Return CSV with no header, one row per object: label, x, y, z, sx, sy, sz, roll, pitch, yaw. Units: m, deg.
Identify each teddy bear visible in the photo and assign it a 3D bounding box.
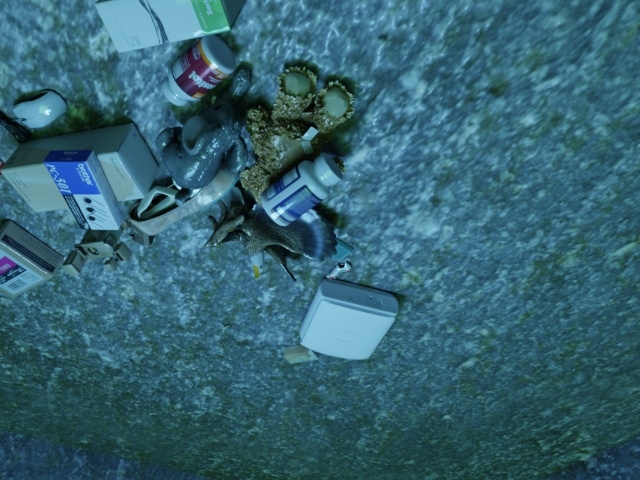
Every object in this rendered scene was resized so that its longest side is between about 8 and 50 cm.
teddy bear,-0.056,-0.222,1.133,0.245,0.113,0.337,3,129,-6

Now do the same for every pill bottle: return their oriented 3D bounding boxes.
pill bottle,-0.039,-0.112,1.093,0.169,0.094,0.094,-34,124,20
pill bottle,-0.252,-0.341,1.030,0.152,0.086,0.086,-27,127,31

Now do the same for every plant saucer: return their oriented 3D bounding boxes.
plant saucer,0.000,0.000,1.404,0.192,0.018,0.067,30,132,-24

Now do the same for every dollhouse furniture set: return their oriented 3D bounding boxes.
dollhouse furniture set,-0.591,0.050,1.411,0.101,0.181,0.160,-8,134,15

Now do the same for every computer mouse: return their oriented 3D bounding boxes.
computer mouse,-0.673,-0.289,1.168,0.193,0.042,0.106,-15,131,22

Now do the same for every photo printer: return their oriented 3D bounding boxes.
photo printer,0.076,0.266,1.607,0.256,0.107,0.307,15,136,-8

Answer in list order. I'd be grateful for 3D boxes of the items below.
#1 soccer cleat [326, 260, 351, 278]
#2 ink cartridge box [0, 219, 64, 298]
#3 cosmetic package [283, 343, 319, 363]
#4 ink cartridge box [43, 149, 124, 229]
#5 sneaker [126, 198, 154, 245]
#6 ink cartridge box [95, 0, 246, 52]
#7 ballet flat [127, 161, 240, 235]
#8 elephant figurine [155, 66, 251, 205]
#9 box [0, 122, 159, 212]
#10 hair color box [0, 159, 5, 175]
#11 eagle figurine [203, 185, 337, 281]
soccer cleat,0.050,0.086,1.482,0.083,0.029,0.035,-22,121,23
ink cartridge box,-0.941,0.064,1.539,0.235,0.088,0.193,-23,130,28
cosmetic package,-0.067,0.404,1.816,0.115,0.041,0.060,-16,132,22
ink cartridge box,-0.534,-0.111,1.157,0.097,0.046,0.207,1,136,4
sneaker,-0.495,-0.055,1.374,0.071,0.066,0.188,13,135,-3
ink cartridge box,-0.255,-0.422,0.892,0.220,0.160,0.092,-6,134,12
ballet flat,-0.341,-0.111,1.229,0.316,0.107,0.106,-32,142,16
elephant figurine,-0.230,-0.220,1.076,0.240,0.169,0.185,-22,102,38
box,-0.572,-0.172,1.220,0.311,0.121,0.148,-7,135,14
hair color box,-0.890,-0.186,1.303,0.141,0.043,0.072,-13,133,18
eagle figurine,-0.141,-0.005,1.314,0.299,0.226,0.225,8,105,-38
